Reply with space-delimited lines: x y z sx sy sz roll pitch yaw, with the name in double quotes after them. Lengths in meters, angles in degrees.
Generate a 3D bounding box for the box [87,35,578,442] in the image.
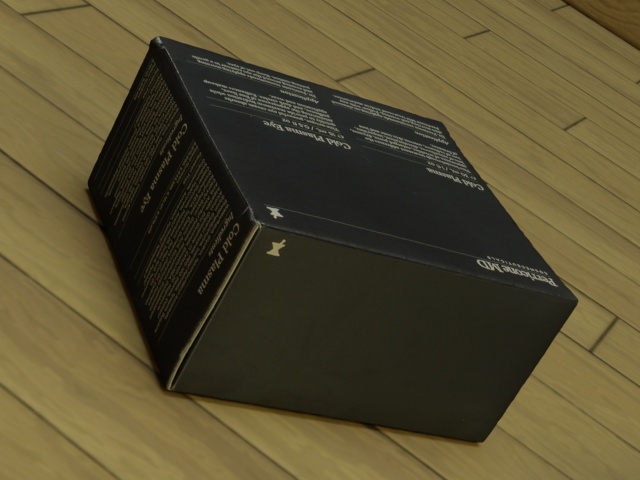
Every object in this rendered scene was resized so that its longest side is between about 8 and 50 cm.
0.000 0.000 1.311 0.343 0.179 0.312 14 28 -31 "box"
